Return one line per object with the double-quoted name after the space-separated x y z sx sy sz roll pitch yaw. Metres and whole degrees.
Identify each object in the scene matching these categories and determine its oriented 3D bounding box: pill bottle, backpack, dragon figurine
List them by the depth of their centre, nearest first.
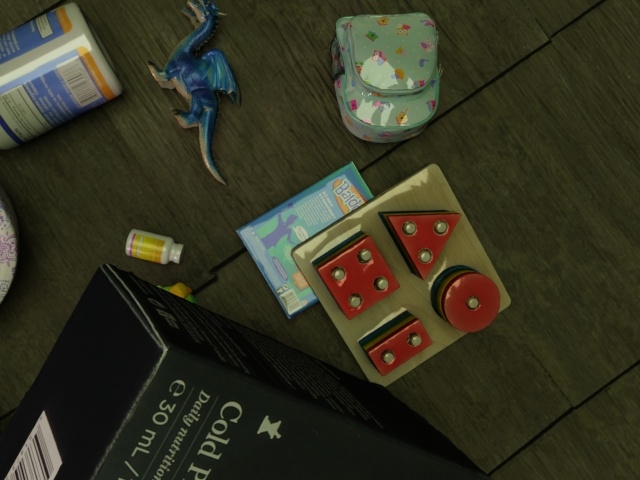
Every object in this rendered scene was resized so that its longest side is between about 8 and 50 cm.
-0.447 -0.228 1.159 0.272 0.152 0.152 -27 86 -4 "pill bottle"
0.102 -0.249 1.187 0.165 0.144 0.189 -3 88 -8 "backpack"
-0.254 0.011 1.197 0.083 0.043 0.043 14 84 0 "pill bottle"
-0.171 -0.241 1.202 0.144 0.085 0.289 -27 85 -4 "dragon figurine"

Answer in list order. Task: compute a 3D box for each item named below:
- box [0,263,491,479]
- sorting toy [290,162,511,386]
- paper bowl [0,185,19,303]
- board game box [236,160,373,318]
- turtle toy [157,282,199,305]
-0.140 0.358 0.934 0.471 0.297 0.480 29 91 -32 "box"
0.132 0.061 1.150 0.255 0.089 0.257 -32 103 -5 "sorting toy"
-0.579 -0.001 1.105 0.284 0.148 0.284 -6 109 -20 "paper bowl"
0.000 0.000 1.205 0.210 0.047 0.160 -30 87 -4 "board game box"
-0.211 0.123 1.177 0.095 0.066 0.130 -31 89 19 "turtle toy"
